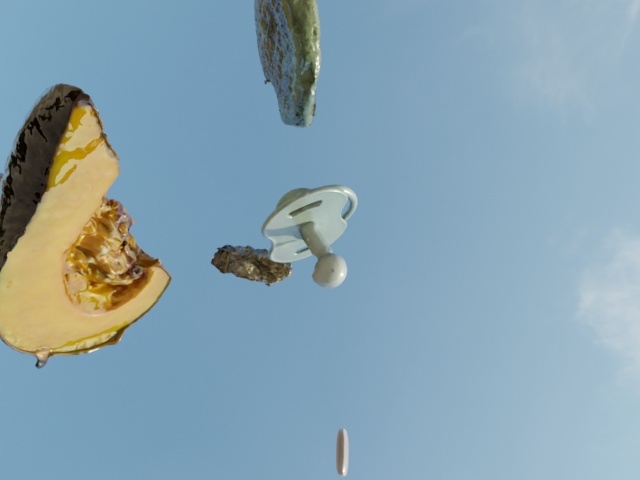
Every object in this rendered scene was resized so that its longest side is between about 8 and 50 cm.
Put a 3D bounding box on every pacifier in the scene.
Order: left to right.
[{"bbox_3d":[0.000,0.000,0.580,0.126,0.150,0.117,-23,-116,-16],"label":"pacifier"}]

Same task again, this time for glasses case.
[{"bbox_3d":[0.041,0.397,0.937,0.021,0.032,0.083,-10,-125,18],"label":"glasses case"}]

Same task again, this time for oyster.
[{"bbox_3d":[-0.137,0.042,1.030,0.177,0.105,0.056,23,-60,26],"label":"oyster"}]

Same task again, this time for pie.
[{"bbox_3d":[-0.063,-0.363,0.933,0.066,0.302,0.303,-14,-101,-16],"label":"pie"}]

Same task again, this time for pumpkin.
[{"bbox_3d":[-0.262,-0.003,0.468,0.111,0.279,0.163,31,-123,24],"label":"pumpkin"}]

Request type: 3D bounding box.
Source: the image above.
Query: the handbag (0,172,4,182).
[{"bbox_3d":[-0.399,0.002,0.707,0.072,0.193,0.151,15,-99,43],"label":"handbag"}]
